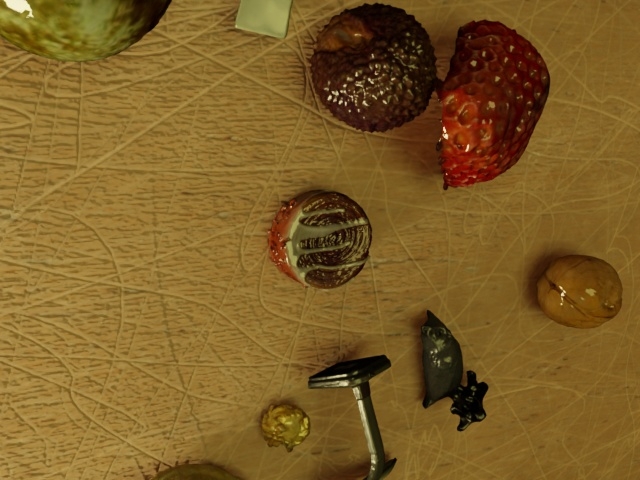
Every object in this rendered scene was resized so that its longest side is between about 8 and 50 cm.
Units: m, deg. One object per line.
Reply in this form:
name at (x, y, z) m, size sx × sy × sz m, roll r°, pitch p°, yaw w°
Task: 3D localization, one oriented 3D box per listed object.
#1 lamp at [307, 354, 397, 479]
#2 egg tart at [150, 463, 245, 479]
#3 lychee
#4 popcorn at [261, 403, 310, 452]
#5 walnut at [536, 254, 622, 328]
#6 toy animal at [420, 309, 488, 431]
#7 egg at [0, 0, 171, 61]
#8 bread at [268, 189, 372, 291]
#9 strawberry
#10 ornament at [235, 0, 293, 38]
lamp at (0.081, 0.320, 1.077) m, size 0.203 × 0.124 × 0.283 m, roll -16°, pitch 106°, yaw -54°
egg tart at (-0.180, 0.475, 0.937) m, size 0.290 × 0.115 × 0.290 m, roll 11°, pitch 72°, yaw -36°
lychee at (0.080, -0.234, 0.911) m, size 0.188 × 0.188 × 0.188 m, roll -6°, pitch 105°, yaw -24°
popcorn at (-0.055, 0.305, 1.047) m, size 0.082 × 0.057 × 0.083 m, roll -13°, pitch 104°, yaw -29°
walnut at (0.493, 0.099, 1.218) m, size 0.180 × 0.144 × 0.144 m, roll 2°, pitch 101°, yaw -30°
toy animal at (0.214, 0.229, 1.160) m, size 0.117 × 0.121 × 0.210 m, roll -26°, pitch 99°, yaw 29°
egg at (-0.263, -0.334, 0.695) m, size 0.238 × 0.238 × 0.290 m, roll 37°, pitch 61°, yaw -28°
bread at (0.000, 0.000, 0.990) m, size 0.160 × 0.073 × 0.161 m, roll -7°, pitch 106°, yaw -24°
strawberry at (0.259, -0.209, 0.951) m, size 0.150 × 0.280 × 0.254 m, roll 8°, pitch 84°, yaw 15°
ornament at (-0.049, -0.407, 0.838) m, size 0.120 × 0.130 × 0.285 m, roll 22°, pitch 93°, yaw -15°
